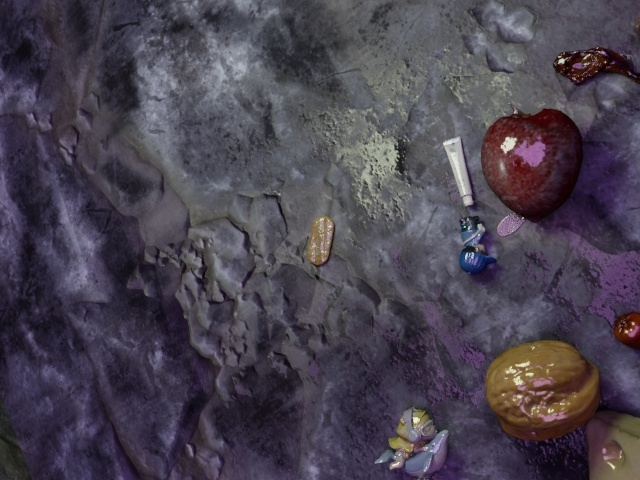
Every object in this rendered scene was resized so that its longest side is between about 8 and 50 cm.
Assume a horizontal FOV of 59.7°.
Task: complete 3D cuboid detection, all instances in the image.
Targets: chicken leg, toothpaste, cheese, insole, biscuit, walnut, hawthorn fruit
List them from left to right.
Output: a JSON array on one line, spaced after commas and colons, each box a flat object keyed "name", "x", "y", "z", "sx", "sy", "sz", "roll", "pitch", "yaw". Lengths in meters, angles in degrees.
[{"name": "biscuit", "x": 0.000, "y": 0.000, "z": 1.644, "sx": 0.071, "sy": 0.018, "sz": 0.146, "roll": 12, "pitch": 91, "yaw": 25}, {"name": "toothpaste", "x": 0.374, "y": -0.182, "z": 1.489, "sx": 0.048, "sy": 0.031, "sz": 0.190, "roll": -17, "pitch": 77, "yaw": 24}, {"name": "insole", "x": 0.512, "y": -0.058, "z": 1.436, "sx": 0.135, "sy": 0.002, "sz": 0.045, "roll": -39, "pitch": 74, "yaw": 16}, {"name": "walnut", "x": 0.519, "y": 0.344, "z": 1.303, "sx": 0.257, "sy": 0.257, "sz": 0.224, "roll": -24, "pitch": 110, "yaw": 20}, {"name": "chicken leg", "x": 0.678, "y": -0.426, "z": 1.361, "sx": 0.205, "sy": 0.053, "sz": 0.093, "roll": 8, "pitch": 113, "yaw": 30}, {"name": "hawthorn fruit", "x": 0.735, "y": 0.215, "z": 1.292, "sx": 0.093, "sy": 0.081, "sz": 0.081, "roll": 33, "pitch": 102, "yaw": -9}, {"name": "cheese", "x": 0.710, "y": 0.558, "z": 1.161, "sx": 0.328, "sy": 0.130, "sz": 0.350, "roll": 167, "pitch": 105, "yaw": -67}]

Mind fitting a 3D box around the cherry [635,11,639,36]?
[{"name": "cherry", "x": 0.821, "y": -0.479, "z": 1.279, "sx": 0.148, "sy": 0.115, "sz": 0.188, "roll": -35, "pitch": 79, "yaw": -22}]

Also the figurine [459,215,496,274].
[{"name": "figurine", "x": 0.397, "y": 0.012, "z": 1.445, "sx": 0.086, "sy": 0.087, "sz": 0.149, "roll": -23, "pitch": 74, "yaw": 59}]

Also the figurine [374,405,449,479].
[{"name": "figurine", "x": 0.243, "y": 0.534, "z": 1.457, "sx": 0.209, "sy": 0.128, "sz": 0.183, "roll": -26, "pitch": 75, "yaw": 25}]

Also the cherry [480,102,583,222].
[{"name": "cherry", "x": 0.507, "y": -0.188, "z": 1.342, "sx": 0.231, "sy": 0.203, "sz": 0.299, "roll": -7, "pitch": 99, "yaw": 21}]
